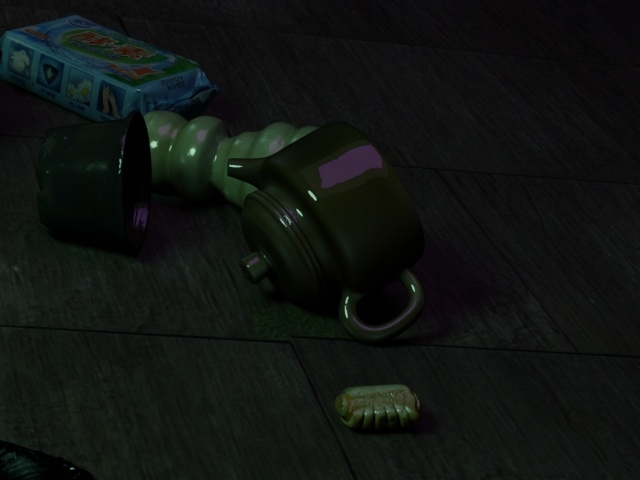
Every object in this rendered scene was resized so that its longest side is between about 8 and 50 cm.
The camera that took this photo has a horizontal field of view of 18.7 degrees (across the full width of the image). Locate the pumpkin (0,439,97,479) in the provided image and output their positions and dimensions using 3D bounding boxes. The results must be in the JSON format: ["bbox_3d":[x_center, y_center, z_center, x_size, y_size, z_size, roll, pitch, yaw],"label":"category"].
[{"bbox_3d":[-0.247,0.240,1.398,0.233,0.163,0.233,0,19,0],"label":"pumpkin"}]

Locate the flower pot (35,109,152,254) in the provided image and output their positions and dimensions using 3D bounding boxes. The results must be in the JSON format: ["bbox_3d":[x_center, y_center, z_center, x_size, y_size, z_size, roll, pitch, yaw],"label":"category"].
[{"bbox_3d":[-0.249,-0.063,2.127,0.107,0.157,0.157,0,22,8],"label":"flower pot"}]

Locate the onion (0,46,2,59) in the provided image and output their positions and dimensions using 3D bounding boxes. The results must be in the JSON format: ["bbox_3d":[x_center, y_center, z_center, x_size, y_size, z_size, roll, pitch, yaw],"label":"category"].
[{"bbox_3d":[-0.475,-0.189,2.303,0.227,0.120,0.283,6,10,33],"label":"onion"}]

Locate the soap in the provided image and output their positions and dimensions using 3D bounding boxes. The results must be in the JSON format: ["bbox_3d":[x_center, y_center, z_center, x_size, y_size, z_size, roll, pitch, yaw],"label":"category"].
[{"bbox_3d":[-0.279,-0.214,2.526,0.293,0.077,0.156,24,26,26],"label":"soap"}]

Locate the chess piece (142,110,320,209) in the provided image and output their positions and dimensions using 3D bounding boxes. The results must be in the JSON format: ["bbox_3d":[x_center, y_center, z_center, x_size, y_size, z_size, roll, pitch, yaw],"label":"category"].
[{"bbox_3d":[-0.119,-0.093,2.279,0.243,0.133,0.133,14,23,17],"label":"chess piece"}]

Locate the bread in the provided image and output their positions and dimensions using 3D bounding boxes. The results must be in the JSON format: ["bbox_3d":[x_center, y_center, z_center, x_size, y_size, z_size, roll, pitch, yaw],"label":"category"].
[{"bbox_3d":[0.055,0.163,1.880,0.088,0.033,0.049,-3,42,-22],"label":"bread"}]

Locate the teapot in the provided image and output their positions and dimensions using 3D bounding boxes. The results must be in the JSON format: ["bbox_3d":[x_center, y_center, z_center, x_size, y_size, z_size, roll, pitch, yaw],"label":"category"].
[{"bbox_3d":[0.000,0.000,2.078,0.175,0.185,0.267,-33,72,-14],"label":"teapot"}]
